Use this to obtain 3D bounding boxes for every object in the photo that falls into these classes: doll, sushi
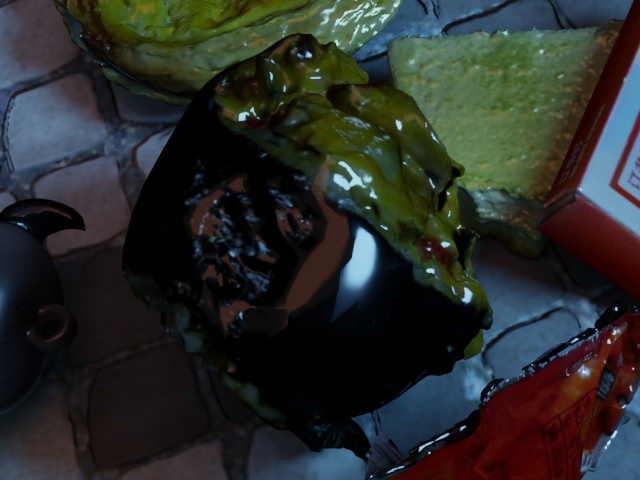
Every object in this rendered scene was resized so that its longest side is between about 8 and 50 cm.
[{"bbox_3d":[-0.271,0.040,0.969,0.257,0.117,0.182,12,64,16],"label":"doll"},{"bbox_3d":[0.002,0.002,0.884,0.213,0.200,0.204,40,87,28],"label":"sushi"}]

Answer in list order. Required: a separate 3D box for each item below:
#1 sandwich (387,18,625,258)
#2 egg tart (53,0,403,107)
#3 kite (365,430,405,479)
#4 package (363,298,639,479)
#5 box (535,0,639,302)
[{"bbox_3d":[0.145,-0.069,1.010,0.193,0.058,0.162,-5,60,3],"label":"sandwich"},{"bbox_3d":[-0.057,-0.206,1.105,0.279,0.095,0.279,-5,62,10],"label":"egg tart"},{"bbox_3d":[0.017,0.171,0.857,0.156,0.139,0.011,-1,20,-36],"label":"kite"},{"bbox_3d":[0.081,0.139,0.822,0.269,0.194,0.071,-34,54,-25],"label":"package"},{"bbox_3d":[0.232,-0.073,0.967,0.123,0.050,0.229,33,64,-14],"label":"box"}]
